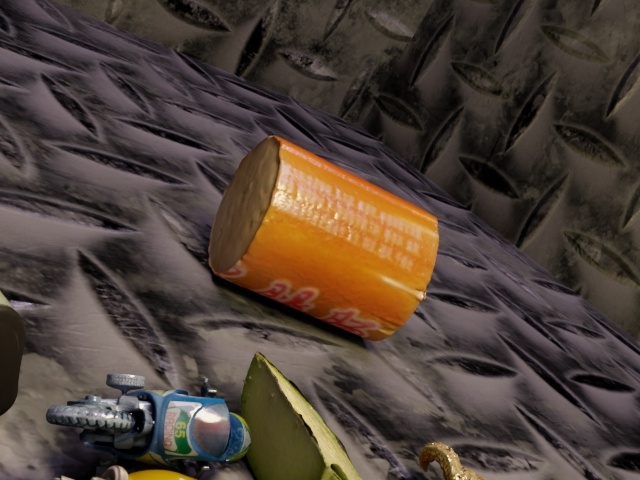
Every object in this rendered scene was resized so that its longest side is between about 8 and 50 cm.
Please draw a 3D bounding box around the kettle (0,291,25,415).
[{"bbox_3d":[-0.360,0.047,0.764,0.255,0.165,0.240,36,-12,17],"label":"kettle"}]

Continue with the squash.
[{"bbox_3d":[-0.018,0.234,0.972,0.184,0.085,0.192,56,-2,-41],"label":"squash"}]

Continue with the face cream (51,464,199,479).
[{"bbox_3d":[-0.050,0.259,0.735,0.349,0.105,0.105,25,16,-19],"label":"face cream"}]

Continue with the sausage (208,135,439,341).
[{"bbox_3d":[0.000,0.000,1.434,0.287,0.233,0.233,26,15,-21],"label":"sausage"}]

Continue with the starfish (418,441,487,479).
[{"bbox_3d":[0.187,0.313,1.059,0.216,0.071,0.238,39,13,18],"label":"starfish"}]

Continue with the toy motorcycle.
[{"bbox_3d":[-0.128,0.163,0.806,0.136,0.092,0.254,2,-15,11],"label":"toy motorcycle"}]
